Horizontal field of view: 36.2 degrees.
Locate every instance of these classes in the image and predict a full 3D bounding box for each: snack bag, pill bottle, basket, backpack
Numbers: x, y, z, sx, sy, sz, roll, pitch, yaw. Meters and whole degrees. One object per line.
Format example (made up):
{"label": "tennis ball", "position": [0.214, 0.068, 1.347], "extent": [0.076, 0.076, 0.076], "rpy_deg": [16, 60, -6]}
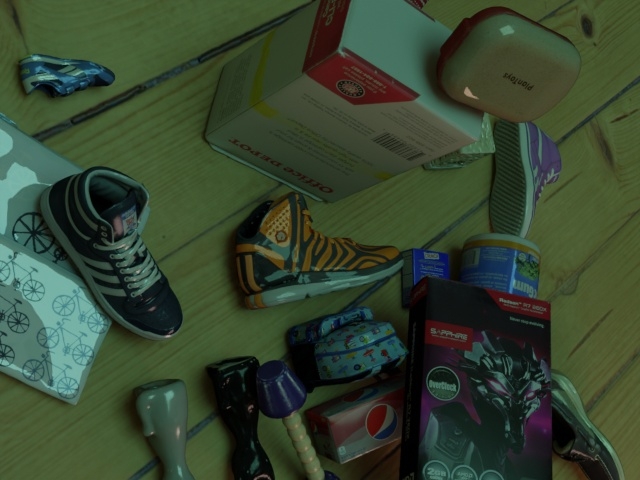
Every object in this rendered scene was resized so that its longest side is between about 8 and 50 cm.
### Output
{"label": "snack bag", "position": [-0.417, 0.016, 1.390], "extent": [0.323, 0.037, 0.343], "rpy_deg": [34, 61, -26]}
{"label": "pill bottle", "position": [0.327, 0.136, 1.840], "extent": [0.152, 0.152, 0.272], "rpy_deg": [22, 67, -31]}
{"label": "basket", "position": [0.258, -0.230, 1.904], "extent": [0.113, 0.103, 0.167], "rpy_deg": [-6, 83, -38]}
{"label": "backpack", "position": [0.051, 0.175, 1.613], "extent": [0.158, 0.173, 0.117], "rpy_deg": [-15, 88, -37]}

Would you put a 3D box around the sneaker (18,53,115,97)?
{"label": "sneaker", "position": [-0.380, -0.239, 1.468], "extent": [0.144, 0.053, 0.059], "rpy_deg": [1, 78, -28]}

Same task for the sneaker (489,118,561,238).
{"label": "sneaker", "position": [0.439, -0.113, 2.016], "extent": [0.161, 0.102, 0.282], "rpy_deg": [20, 68, -35]}

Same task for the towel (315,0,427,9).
{"label": "towel", "position": [0.100, -0.487, 1.893], "extent": [0.199, 0.031, 0.275], "rpy_deg": [50, 54, -14]}

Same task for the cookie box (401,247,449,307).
{"label": "cookie box", "position": [0.197, 0.074, 1.828], "extent": [0.091, 0.040, 0.107], "rpy_deg": [9, 74, -34]}

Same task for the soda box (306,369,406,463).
{"label": "soda box", "position": [0.116, 0.283, 1.648], "extent": [0.263, 0.092, 0.083], "rpy_deg": [-19, 97, -24]}

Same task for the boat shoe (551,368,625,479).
{"label": "boat shoe", "position": [0.501, 0.395, 1.948], "extent": [0.092, 0.103, 0.285], "rpy_deg": [-33, 96, -32]}

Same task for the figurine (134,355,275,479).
{"label": "figurine", "position": [-0.171, 0.302, 1.480], "extent": [0.214, 0.092, 0.210], "rpy_deg": [-13, 92, -37]}

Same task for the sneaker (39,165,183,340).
{"label": "sneaker", "position": [-0.269, 0.019, 1.380], "extent": [0.282, 0.153, 0.099], "rpy_deg": [53, 50, -13]}

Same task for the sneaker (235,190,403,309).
{"label": "sneaker", "position": [0.000, 0.000, 1.647], "extent": [0.321, 0.124, 0.180], "rpy_deg": [-11, 87, -38]}

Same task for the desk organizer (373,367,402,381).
{"label": "desk organizer", "position": [0.140, 0.243, 1.744], "extent": [0.130, 0.047, 0.050], "rpy_deg": [46, 54, -19]}

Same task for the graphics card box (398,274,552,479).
{"label": "graphics card box", "position": [0.254, 0.254, 1.587], "extent": [0.232, 0.094, 0.371], "rpy_deg": [14, 63, -12]}

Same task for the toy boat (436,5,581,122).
{"label": "toy boat", "position": [0.266, -0.274, 1.437], "extent": [0.231, 0.151, 0.151], "rpy_deg": [15, 39, -35]}

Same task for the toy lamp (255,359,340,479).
{"label": "toy lamp", "position": [-0.037, 0.300, 1.521], "extent": [0.080, 0.080, 0.275], "rpy_deg": [-43, 131, -35]}

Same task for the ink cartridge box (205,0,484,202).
{"label": "ink cartridge box", "position": [0.034, -0.225, 1.562], "extent": [0.279, 0.384, 0.160], "rpy_deg": [26, 62, -29]}
